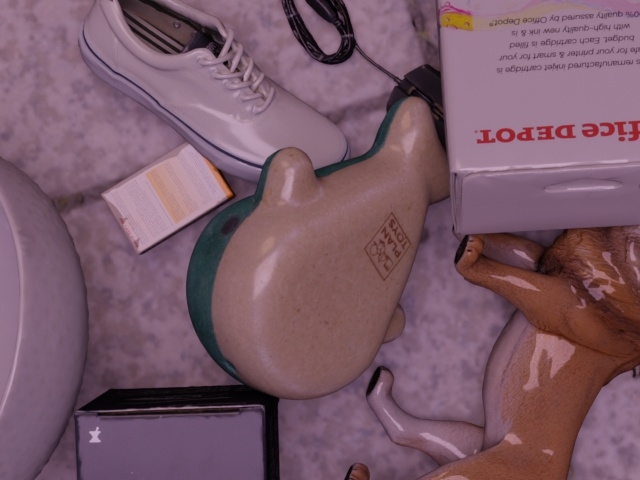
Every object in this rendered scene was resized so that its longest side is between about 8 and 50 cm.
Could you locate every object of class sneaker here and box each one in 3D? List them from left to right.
[{"bbox_3d":[-0.088,-0.130,1.654,0.258,0.091,0.094,29,56,2],"label":"sneaker"}]

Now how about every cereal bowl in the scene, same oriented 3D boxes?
[{"bbox_3d":[-0.308,0.087,1.615,0.339,0.141,0.339,-12,71,39],"label":"cereal bowl"}]

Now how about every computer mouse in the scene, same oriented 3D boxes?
[{"bbox_3d":[0.061,-0.143,1.687,0.242,0.041,0.071,38,93,2],"label":"computer mouse"}]

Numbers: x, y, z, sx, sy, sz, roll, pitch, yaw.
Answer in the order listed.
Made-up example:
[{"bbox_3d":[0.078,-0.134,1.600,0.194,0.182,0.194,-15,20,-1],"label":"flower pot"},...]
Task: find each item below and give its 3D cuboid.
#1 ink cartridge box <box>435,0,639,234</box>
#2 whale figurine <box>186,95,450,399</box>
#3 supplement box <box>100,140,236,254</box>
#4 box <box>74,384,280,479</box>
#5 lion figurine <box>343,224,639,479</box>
[{"bbox_3d":[0.196,-0.152,1.589,0.201,0.117,0.278,-3,64,3],"label":"ink cartridge box"},{"bbox_3d":[0.000,0.000,1.616,0.272,0.141,0.216,-51,129,-20],"label":"whale figurine"},{"bbox_3d":[-0.130,-0.038,1.698,0.098,0.036,0.062,-31,89,1],"label":"supplement box"},{"bbox_3d":[-0.112,0.179,1.615,0.153,0.207,0.108,-2,91,3],"label":"box"},{"bbox_3d":[0.183,0.120,1.653,0.240,0.142,0.392,26,106,-9],"label":"lion figurine"}]
